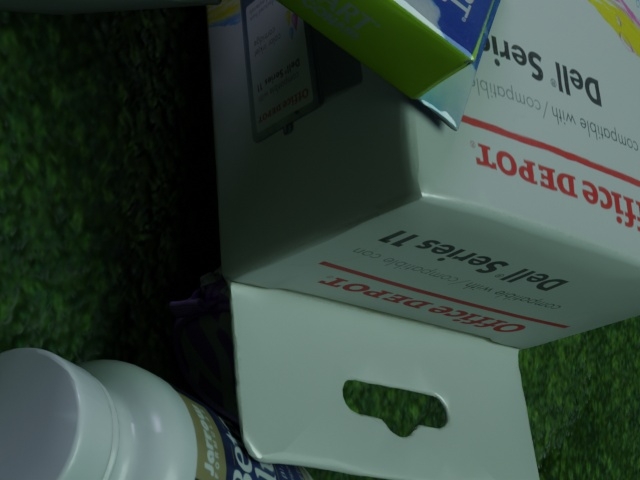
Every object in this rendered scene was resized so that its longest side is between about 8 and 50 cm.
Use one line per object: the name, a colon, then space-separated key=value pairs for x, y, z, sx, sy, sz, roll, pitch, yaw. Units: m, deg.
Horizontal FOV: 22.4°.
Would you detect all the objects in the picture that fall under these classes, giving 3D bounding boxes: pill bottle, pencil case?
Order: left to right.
pill bottle: x=-0.074 y=0.103 z=0.648 sx=0.169 sy=0.094 sz=0.094 roll=39 pitch=57 yaw=-52
pencil case: x=0.000 y=0.000 z=0.790 sx=0.088 sy=0.086 sz=0.206 roll=48 pitch=44 yaw=-16

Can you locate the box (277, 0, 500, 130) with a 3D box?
box: x=0.007 y=-0.134 z=0.590 sx=0.178 sy=0.042 sz=0.109 roll=34 pitch=56 yaw=-20

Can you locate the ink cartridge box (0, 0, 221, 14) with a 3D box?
ink cartridge box: x=-0.111 y=-0.189 z=0.593 sx=0.148 sy=0.086 sz=0.203 roll=-9 pitch=99 yaw=-59

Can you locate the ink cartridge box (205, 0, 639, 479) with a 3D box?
ink cartridge box: x=0.060 y=-0.075 z=0.729 sx=0.207 sy=0.119 sz=0.353 roll=15 pitch=62 yaw=-43
